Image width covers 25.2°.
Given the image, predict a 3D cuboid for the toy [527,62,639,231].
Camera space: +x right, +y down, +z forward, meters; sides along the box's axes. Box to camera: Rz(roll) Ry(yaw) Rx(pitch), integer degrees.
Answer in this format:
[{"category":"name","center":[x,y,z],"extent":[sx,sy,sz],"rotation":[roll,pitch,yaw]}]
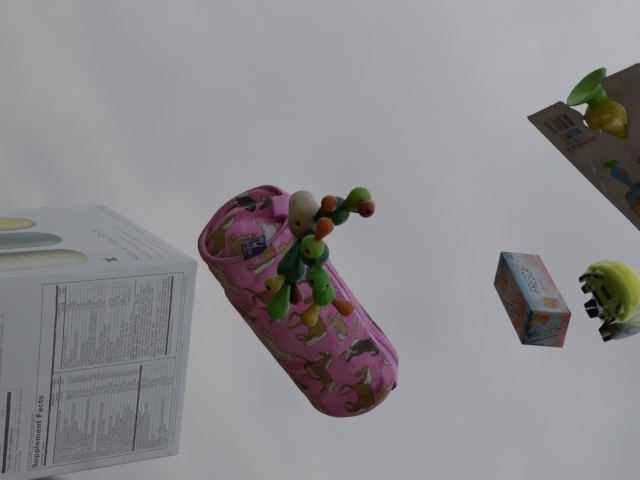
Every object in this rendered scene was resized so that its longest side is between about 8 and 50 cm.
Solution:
[{"category":"toy","center":[0.301,-0.060,1.189],"extent":[0.237,0.056,0.137],"rotation":[38,-32,-18]}]

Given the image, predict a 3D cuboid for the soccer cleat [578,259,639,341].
[{"category":"soccer cleat","center":[0.436,0.069,2.015],"extent":[0.093,0.121,0.289],"rotation":[62,2,17]}]

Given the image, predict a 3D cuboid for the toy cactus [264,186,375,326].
[{"category":"toy cactus","center":[0.000,0.000,1.809],"extent":[0.180,0.112,0.219],"rotation":[-106,-145,-52]}]

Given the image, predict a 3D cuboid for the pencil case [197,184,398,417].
[{"category":"pencil case","center":[-0.025,0.100,2.155],"extent":[0.167,0.160,0.386],"rotation":[20,-30,51]}]

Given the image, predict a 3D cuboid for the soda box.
[{"category":"soda box","center":[0.299,0.083,2.037],"extent":[0.183,0.063,0.058],"rotation":[-105,-158,-63]}]

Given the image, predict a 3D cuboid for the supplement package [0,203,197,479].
[{"category":"supplement package","center":[-0.282,0.090,1.317],"extent":[0.199,0.263,0.198],"rotation":[27,-65,50]}]
